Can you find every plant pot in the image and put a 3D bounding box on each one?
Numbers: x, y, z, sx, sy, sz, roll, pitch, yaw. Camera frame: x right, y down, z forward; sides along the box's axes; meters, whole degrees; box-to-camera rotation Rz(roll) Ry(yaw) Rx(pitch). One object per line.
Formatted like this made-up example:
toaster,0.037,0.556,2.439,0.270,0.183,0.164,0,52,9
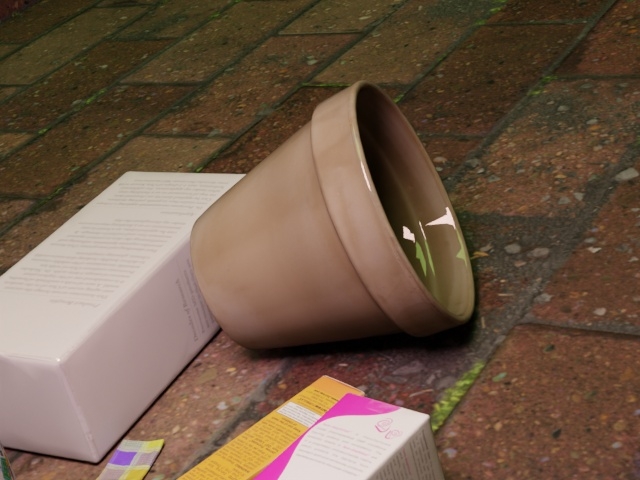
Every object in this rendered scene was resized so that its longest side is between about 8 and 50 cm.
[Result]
plant pot,0.000,0.000,1.568,0.280,0.323,0.323,-23,24,19

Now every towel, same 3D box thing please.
towel,-0.224,0.261,1.464,0.060,0.009,0.083,-2,30,25

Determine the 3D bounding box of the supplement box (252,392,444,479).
supplement box,0.014,0.263,1.231,0.111,0.114,0.220,11,38,41

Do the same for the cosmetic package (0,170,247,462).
cosmetic package,-0.274,0.081,1.661,0.230,0.162,0.453,3,32,31

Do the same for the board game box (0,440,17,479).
board game box,-0.342,0.324,1.080,0.224,0.303,0.097,-18,27,-6

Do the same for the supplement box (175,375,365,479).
supplement box,-0.050,0.241,1.341,0.233,0.078,0.080,-32,32,-32
